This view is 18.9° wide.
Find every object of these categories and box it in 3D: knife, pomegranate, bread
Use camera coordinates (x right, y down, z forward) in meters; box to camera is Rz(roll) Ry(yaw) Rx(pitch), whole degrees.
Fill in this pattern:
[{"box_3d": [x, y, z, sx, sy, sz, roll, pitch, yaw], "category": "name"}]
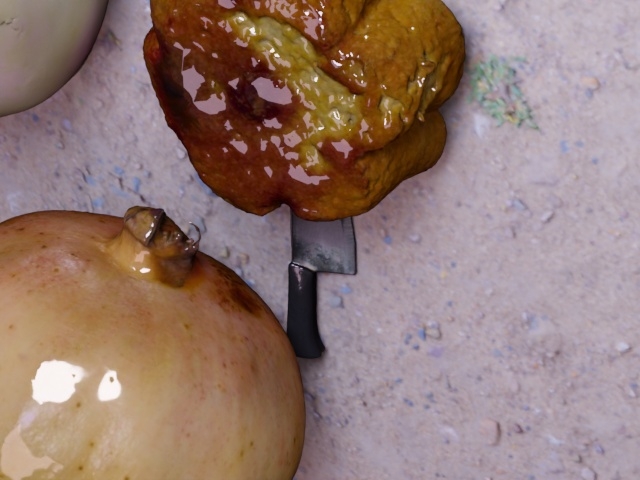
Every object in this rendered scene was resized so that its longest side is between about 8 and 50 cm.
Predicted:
[{"box_3d": [0.000, 0.000, 1.530, 0.060, 0.028, 0.230, 8, 125, 13], "category": "knife"}, {"box_3d": [-0.172, 0.112, 1.534, 0.338, 0.338, 0.338, 18, 131, 22], "category": "pomegranate"}, {"box_3d": [-0.014, -0.131, 1.355, 0.232, 0.135, 0.247, -4, 121, 31], "category": "bread"}]

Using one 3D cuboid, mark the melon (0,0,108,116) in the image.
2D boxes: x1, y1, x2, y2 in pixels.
[{"box_3d": [-0.258, -0.228, 1.384, 0.223, 0.223, 0.317, 19, 132, 20], "category": "melon"}]
